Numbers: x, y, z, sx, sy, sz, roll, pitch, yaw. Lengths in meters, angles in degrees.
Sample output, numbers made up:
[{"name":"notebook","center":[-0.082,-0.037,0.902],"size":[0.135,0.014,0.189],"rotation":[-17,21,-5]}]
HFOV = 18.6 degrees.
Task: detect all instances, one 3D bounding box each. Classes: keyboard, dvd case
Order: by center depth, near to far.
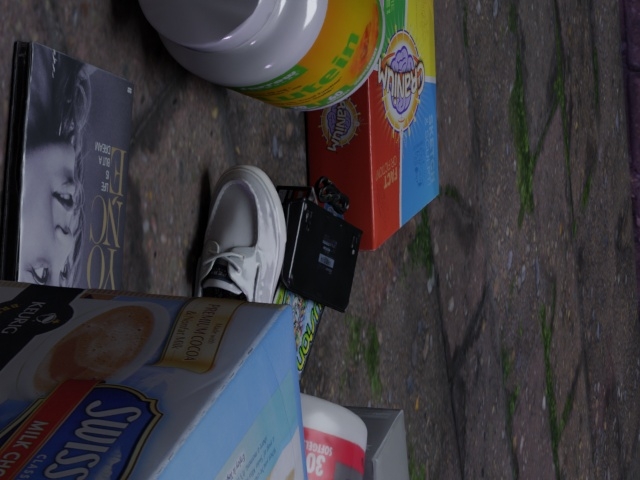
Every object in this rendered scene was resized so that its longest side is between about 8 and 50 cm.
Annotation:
[{"name":"dvd case","center":[-0.171,-0.012,1.323],"size":[0.164,0.018,0.221],"rotation":[16,77,-72]},{"name":"keyboard","center":[0.000,0.000,1.722],"size":[0.180,0.023,0.108],"rotation":[29,72,-71]}]

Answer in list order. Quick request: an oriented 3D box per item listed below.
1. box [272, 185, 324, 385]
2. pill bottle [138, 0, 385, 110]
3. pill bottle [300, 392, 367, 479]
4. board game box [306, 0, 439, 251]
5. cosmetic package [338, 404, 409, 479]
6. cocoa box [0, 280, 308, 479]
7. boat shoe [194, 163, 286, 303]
[{"name":"box","center":[-0.037,0.063,1.712],"size":[0.114,0.036,0.207],"rotation":[74,26,-45]},{"name":"pill bottle","center":[-0.047,-0.179,1.488],"size":[0.246,0.136,0.136],"rotation":[10,83,-72]},{"name":"pill bottle","center":[-0.071,0.272,1.410],"size":[0.176,0.176,0.318],"rotation":[48,47,-65]},{"name":"board game box","center":[0.051,-0.171,1.905],"size":[0.242,0.064,0.316],"rotation":[-40,129,-66]},{"name":"cosmetic package","center":[0.013,0.270,1.752],"size":[0.107,0.127,0.238],"rotation":[-48,139,-62]},{"name":"cocoa box","center":[-0.160,0.195,1.044],"size":[0.347,0.228,0.231],"rotation":[-52,141,-60]},{"name":"boat shoe","center":[-0.073,0.031,1.570],"size":[0.063,0.066,0.184],"rotation":[-12,114,-72]}]
